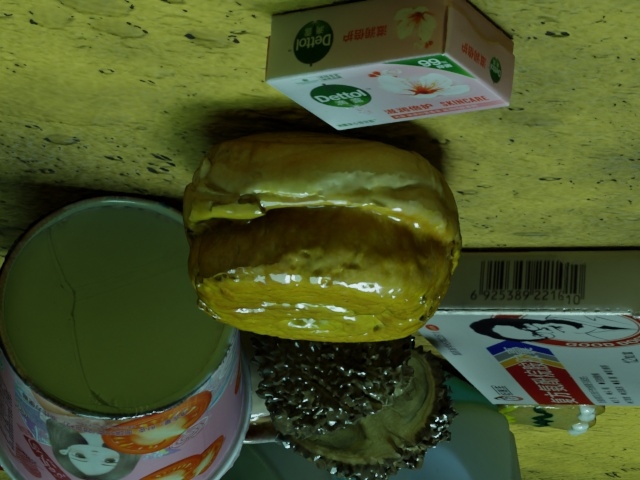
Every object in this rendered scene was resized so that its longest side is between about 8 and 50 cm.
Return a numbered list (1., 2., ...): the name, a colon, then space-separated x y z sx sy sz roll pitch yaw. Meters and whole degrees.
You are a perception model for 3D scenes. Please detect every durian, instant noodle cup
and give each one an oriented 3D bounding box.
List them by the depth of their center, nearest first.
1. instant noodle cup: -0.168 0.090 1.520 0.243 0.243 0.231 6 156 -4
2. durian: 0.027 0.113 1.598 0.167 0.196 0.196 -17 162 0

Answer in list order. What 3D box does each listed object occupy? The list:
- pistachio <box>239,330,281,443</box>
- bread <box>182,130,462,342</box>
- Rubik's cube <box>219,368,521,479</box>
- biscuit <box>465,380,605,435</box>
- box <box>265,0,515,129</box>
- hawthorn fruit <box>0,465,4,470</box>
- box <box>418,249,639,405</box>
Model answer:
1. pistachio: -0.116 0.117 1.708 0.223 0.152 0.126 23 133 17
2. bread: 0.003 0.000 1.325 0.198 0.120 0.236 2 164 5
3. Rubik's cube: -0.009 0.320 1.899 0.347 0.351 0.352 -24 142 33
4. biscuit: 0.197 0.189 2.056 0.240 0.035 0.158 2 161 7
5. box: 0.042 -0.106 1.089 0.125 0.043 0.089 -6 160 33
6. hawthorn fruit: -0.298 0.120 1.767 0.179 0.179 0.200 -1 130 19
7. box: 0.222 0.086 1.654 0.214 0.069 0.353 -1 161 19
